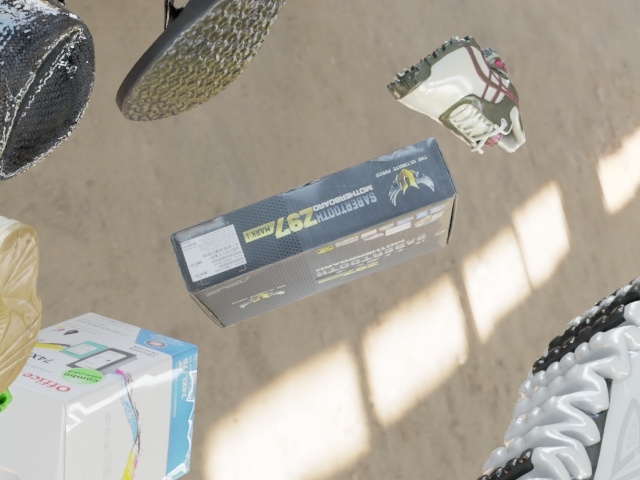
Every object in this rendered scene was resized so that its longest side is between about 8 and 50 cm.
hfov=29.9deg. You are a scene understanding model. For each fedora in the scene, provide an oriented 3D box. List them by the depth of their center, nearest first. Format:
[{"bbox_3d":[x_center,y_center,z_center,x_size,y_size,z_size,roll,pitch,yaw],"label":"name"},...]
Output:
[{"bbox_3d":[-0.390,-0.194,1.485,0.334,0.152,0.334,-44,147,-38],"label":"fedora"}]

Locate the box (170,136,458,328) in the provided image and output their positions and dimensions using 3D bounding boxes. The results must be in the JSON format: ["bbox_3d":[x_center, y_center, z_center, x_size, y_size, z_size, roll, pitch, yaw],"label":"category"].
[{"bbox_3d":[0.000,0.000,1.036,0.183,0.232,0.059,77,-7,-77],"label":"box"}]

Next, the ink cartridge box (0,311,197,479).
[{"bbox_3d":[-0.323,0.238,1.580,0.270,0.198,0.197,-20,120,-59],"label":"ink cartridge box"}]

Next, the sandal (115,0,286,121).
[{"bbox_3d":[-0.046,-0.133,0.614,0.040,0.179,0.067,50,23,22],"label":"sandal"}]

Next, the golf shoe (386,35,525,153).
[{"bbox_3d":[0.179,-0.170,1.440,0.273,0.105,0.120,-6,65,-59],"label":"golf shoe"}]

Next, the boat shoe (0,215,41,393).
[{"bbox_3d":[-0.240,0.044,0.858,0.063,0.059,0.170,-46,159,-48],"label":"boat shoe"}]

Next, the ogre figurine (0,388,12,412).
[{"bbox_3d":[-0.405,0.190,1.155,0.118,0.197,0.097,47,36,-78],"label":"ogre figurine"}]

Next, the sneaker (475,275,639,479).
[{"bbox_3d":[0.179,0.127,0.739,0.118,0.110,0.292,41,53,-1],"label":"sneaker"}]
